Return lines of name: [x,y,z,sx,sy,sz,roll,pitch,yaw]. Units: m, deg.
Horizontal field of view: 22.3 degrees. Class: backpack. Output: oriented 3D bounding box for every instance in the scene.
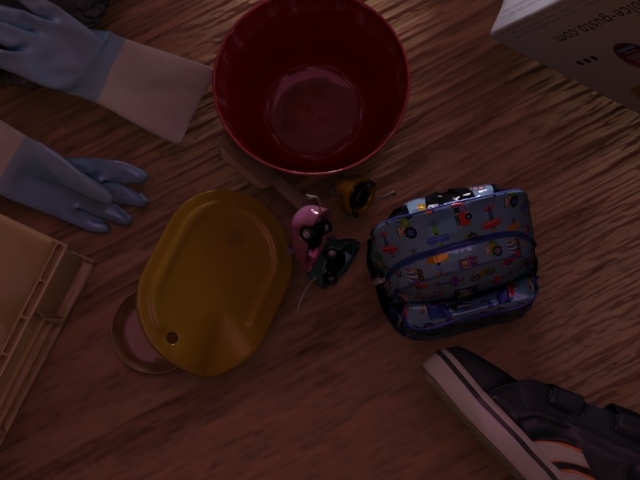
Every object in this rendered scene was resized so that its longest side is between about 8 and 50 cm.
backpack: [0.123,0.016,1.460,0.158,0.173,0.117,-13,79,-3]

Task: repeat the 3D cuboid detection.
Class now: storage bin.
storage bin: [-0.388,0.071,1.483,0.262,0.123,0.260,25,81,5]

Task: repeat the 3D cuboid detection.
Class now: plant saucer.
plant saucer: [-0.155,0.085,1.530,0.083,0.015,0.083,0,78,0]

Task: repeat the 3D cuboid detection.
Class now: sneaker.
sneaker: [0.236,0.190,1.450,0.127,0.126,0.321,-45,92,-3]

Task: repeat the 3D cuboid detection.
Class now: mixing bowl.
mixing bowl: [-0.007,-0.135,1.529,0.181,0.098,0.181,0,77,2]

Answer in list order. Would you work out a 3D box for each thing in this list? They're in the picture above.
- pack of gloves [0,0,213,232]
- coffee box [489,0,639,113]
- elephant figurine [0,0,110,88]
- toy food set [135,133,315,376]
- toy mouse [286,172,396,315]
pack of gloves: [-0.234,-0.108,1.479,0.232,0.046,0.195,21,110,-25]
coffee box: [0.409,-0.279,1.390,0.334,0.337,0.338,25,79,-15]
elephant figurine: [-0.275,-0.229,1.516,0.239,0.169,0.186,4,73,6]
toy food set: [-0.098,0.027,1.512,0.128,0.071,0.218,33,66,-13]
toy mouse: [0.000,0.000,1.496,0.031,0.161,0.143,27,93,24]
